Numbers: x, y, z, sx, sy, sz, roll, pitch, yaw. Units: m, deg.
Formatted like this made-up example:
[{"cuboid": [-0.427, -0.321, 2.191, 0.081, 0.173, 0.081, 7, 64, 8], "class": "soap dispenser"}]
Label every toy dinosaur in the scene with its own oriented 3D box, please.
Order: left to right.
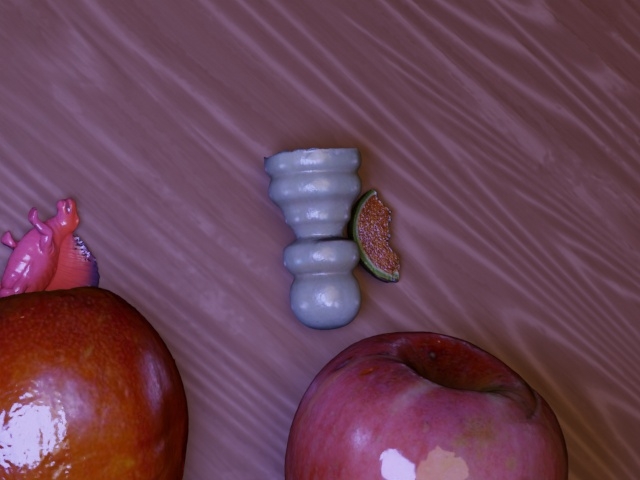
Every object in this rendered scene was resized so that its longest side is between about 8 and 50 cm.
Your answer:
[{"cuboid": [-0.374, 0.079, 1.840, 0.139, 0.070, 0.286, 33, 75, -29], "class": "toy dinosaur"}]

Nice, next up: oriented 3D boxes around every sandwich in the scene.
[{"cuboid": [0.072, -0.004, 1.967, 0.067, 0.029, 0.135, -9, 81, -20], "class": "sandwich"}]

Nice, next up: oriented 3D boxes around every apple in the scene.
[{"cuboid": [0.126, 0.304, 1.760, 0.364, 0.364, 0.364, 2, 79, -13], "class": "apple"}]

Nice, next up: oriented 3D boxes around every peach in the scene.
[{"cuboid": [-0.316, 0.237, 1.688, 0.290, 0.372, 0.373, -9, 81, 15], "class": "peach"}]

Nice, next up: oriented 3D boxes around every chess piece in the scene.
[{"cuboid": [0.000, 0.000, 1.910, 0.133, 0.133, 0.243, -5, 88, -14], "class": "chess piece"}]
